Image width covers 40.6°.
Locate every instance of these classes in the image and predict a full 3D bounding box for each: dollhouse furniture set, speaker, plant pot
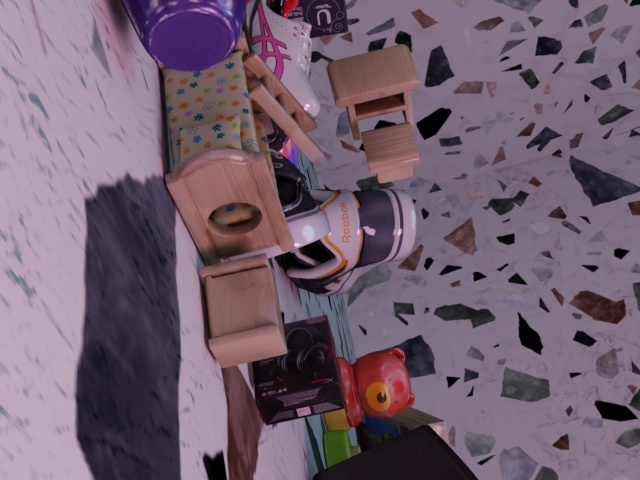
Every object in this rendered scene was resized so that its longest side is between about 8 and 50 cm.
[{"bbox_3d":[-0.005,-0.043,0.519,0.101,0.160,0.182,74,3,-55],"label":"dollhouse furniture set"},{"bbox_3d":[-0.060,-0.130,1.011,0.136,0.055,0.055,-86,162,-80],"label":"speaker"},{"bbox_3d":[0.088,0.296,0.858,0.188,0.187,0.167,73,-7,-59],"label":"plant pot"}]

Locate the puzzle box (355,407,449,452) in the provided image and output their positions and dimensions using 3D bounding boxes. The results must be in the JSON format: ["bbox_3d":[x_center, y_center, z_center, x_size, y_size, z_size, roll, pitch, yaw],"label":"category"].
[{"bbox_3d":[0.141,0.416,1.464,0.409,0.052,0.272,158,-77,-77],"label":"puzzle box"}]

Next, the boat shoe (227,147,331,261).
[{"bbox_3d":[-0.042,-0.037,0.675,0.228,0.080,0.076,-96,167,-80],"label":"boat shoe"}]

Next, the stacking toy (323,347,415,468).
[{"bbox_3d":[0.090,0.322,1.195,0.279,0.130,0.309,-98,174,-68],"label":"stacking toy"}]

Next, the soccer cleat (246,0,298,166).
[{"bbox_3d":[-0.052,-0.208,1.128,0.083,0.095,0.248,65,12,-80],"label":"soccer cleat"}]

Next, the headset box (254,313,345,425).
[{"bbox_3d":[-0.018,0.095,0.665,0.083,0.062,0.032,-99,176,-51],"label":"headset box"}]

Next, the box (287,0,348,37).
[{"bbox_3d":[-0.056,-0.402,1.275,0.247,0.163,0.142,-99,179,-53],"label":"box"}]

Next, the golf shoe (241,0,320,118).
[{"bbox_3d":[-0.042,-0.215,0.990,0.186,0.086,0.067,60,13,29],"label":"golf shoe"}]

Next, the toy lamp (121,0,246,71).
[{"bbox_3d":[-0.088,-0.214,0.500,0.080,0.080,0.275,73,5,-60],"label":"toy lamp"}]

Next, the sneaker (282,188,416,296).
[{"bbox_3d":[0.000,0.000,1.131,0.321,0.127,0.126,144,-58,-66],"label":"sneaker"}]
